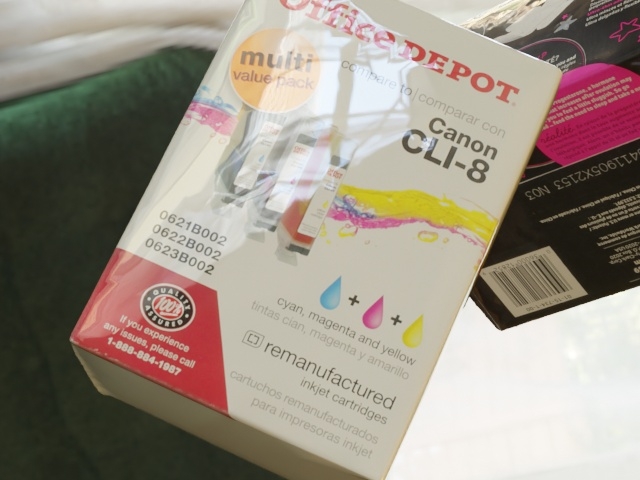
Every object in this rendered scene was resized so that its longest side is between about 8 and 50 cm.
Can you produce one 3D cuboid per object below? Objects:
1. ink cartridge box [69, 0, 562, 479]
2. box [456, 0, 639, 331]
[{"bbox_3d":[0.000,0.000,0.611,0.127,0.128,0.176,96,18,-74],"label":"ink cartridge box"},{"bbox_3d":[0.182,-0.072,0.934,0.163,0.247,0.142,48,42,-24],"label":"box"}]
